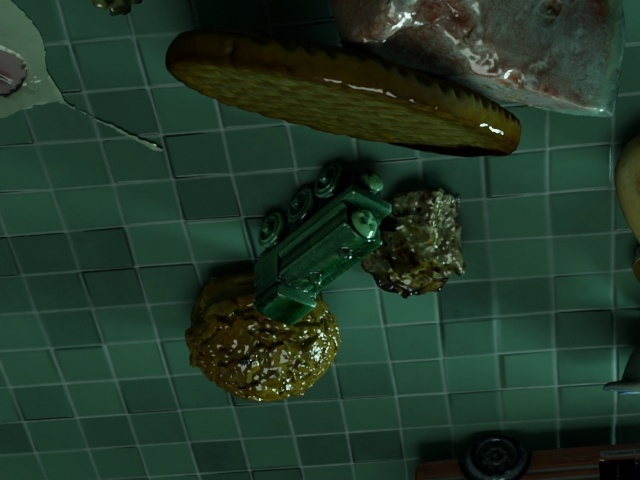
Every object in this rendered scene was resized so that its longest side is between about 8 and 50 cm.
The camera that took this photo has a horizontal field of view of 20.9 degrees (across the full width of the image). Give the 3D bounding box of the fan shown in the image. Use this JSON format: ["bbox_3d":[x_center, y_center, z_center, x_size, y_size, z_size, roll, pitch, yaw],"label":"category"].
[{"bbox_3d":[-0.284,-0.146,1.639,0.310,0.010,0.182,24,132,-22],"label":"fan"}]

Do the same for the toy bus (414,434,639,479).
[{"bbox_3d":[0.326,0.359,2.006,0.427,0.233,0.203,-5,136,8],"label":"toy bus"}]

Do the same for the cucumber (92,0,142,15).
[{"bbox_3d":[-0.125,-0.339,1.367,0.145,0.105,0.325,40,130,-1],"label":"cucumber"}]

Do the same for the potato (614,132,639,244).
[{"bbox_3d":[0.353,-0.030,1.658,0.118,0.109,0.178,-29,95,47],"label":"potato"}]

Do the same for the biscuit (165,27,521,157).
[{"bbox_3d":[0.019,-0.127,1.502,0.318,0.040,0.318,12,176,1],"label":"biscuit"}]

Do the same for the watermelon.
[{"bbox_3d":[0.111,-0.206,1.432,0.148,0.226,0.318,-2,132,53],"label":"watermelon"}]

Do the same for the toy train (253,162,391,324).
[{"bbox_3d":[0.000,0.000,1.718,0.071,0.111,0.170,27,131,-31],"label":"toy train"}]

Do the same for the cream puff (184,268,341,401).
[{"bbox_3d":[-0.063,0.107,1.828,0.165,0.115,0.150,-11,132,14],"label":"cream puff"}]

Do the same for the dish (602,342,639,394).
[{"bbox_3d":[0.404,0.121,1.831,0.228,0.086,0.236,1,173,-5],"label":"dish"}]

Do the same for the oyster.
[{"bbox_3d":[0.099,0.004,1.765,0.105,0.056,0.177,18,140,-6],"label":"oyster"}]

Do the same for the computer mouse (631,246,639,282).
[{"bbox_3d":[0.435,0.002,1.753,0.245,0.056,0.126,-29,130,27],"label":"computer mouse"}]
